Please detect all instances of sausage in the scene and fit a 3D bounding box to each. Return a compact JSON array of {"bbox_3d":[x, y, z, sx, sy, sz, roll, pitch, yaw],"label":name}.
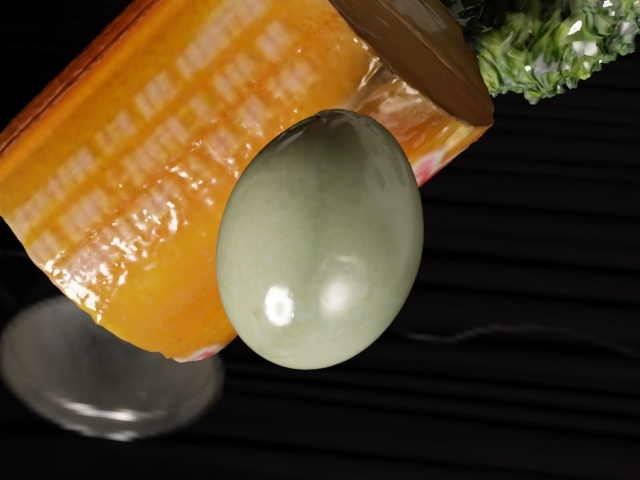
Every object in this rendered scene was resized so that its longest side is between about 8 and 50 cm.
[{"bbox_3d":[-0.056,-0.081,0.978,0.233,0.287,0.233,40,-154,-25],"label":"sausage"}]

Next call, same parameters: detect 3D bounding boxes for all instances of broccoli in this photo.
[{"bbox_3d":[0.189,-0.289,1.069,0.375,0.302,0.249,-62,-13,17],"label":"broccoli"}]

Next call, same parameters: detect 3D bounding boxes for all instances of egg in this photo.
[{"bbox_3d":[0.000,0.000,0.785,0.114,0.114,0.152,-50,-24,-68],"label":"egg"}]
